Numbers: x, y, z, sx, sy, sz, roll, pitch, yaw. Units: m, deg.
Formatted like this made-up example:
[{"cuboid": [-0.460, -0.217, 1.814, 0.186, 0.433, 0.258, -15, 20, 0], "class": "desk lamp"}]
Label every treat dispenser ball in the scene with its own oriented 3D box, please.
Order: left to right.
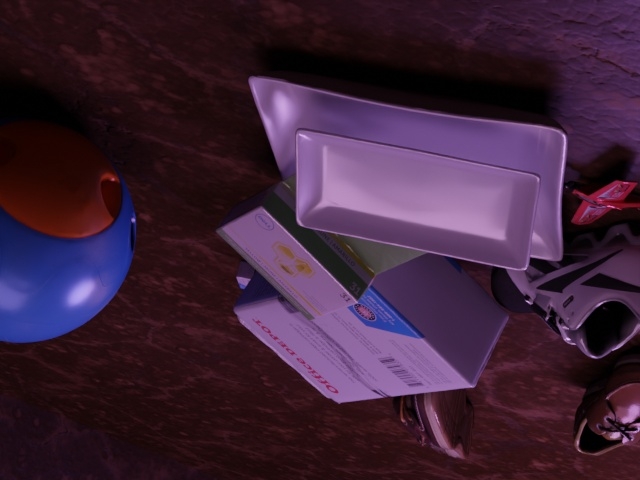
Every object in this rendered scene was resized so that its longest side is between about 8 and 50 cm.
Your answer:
[{"cuboid": [-0.379, -0.014, 1.925, 0.288, 0.288, 0.288, 13, 159, 5], "class": "treat dispenser ball"}]

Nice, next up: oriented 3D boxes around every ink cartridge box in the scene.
[{"cuboid": [-0.079, 0.059, 2.259, 0.083, 0.028, 0.048, 12, 159, 10], "class": "ink cartridge box"}, {"cuboid": [0.000, 0.000, 1.798, 0.171, 0.056, 0.235, 45, 149, -13], "class": "ink cartridge box"}, {"cuboid": [0.063, 0.098, 2.053, 0.223, 0.129, 0.307, 43, 149, -22], "class": "ink cartridge box"}]

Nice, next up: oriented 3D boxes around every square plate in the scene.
[{"cuboid": [0.112, -0.089, 1.728, 0.344, 0.049, 0.347, 12, 158, 13], "class": "square plate"}]

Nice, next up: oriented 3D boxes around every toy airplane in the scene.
[{"cuboid": [0.344, -0.044, 1.710, 0.151, 0.028, 0.151, 14, 160, 5], "class": "toy airplane"}]

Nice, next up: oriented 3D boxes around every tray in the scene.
[{"cuboid": [0.104, -0.051, 1.669, 0.270, 0.030, 0.145, 12, 133, 12], "class": "tray"}]

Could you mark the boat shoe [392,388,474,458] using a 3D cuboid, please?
[{"cuboid": [0.177, 0.285, 2.529, 0.123, 0.123, 0.342, 8, 164, 16], "class": "boat shoe"}]

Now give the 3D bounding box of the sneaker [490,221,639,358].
[{"cuboid": [0.313, 0.075, 1.874, 0.122, 0.146, 0.330, 24, 159, -24], "class": "sneaker"}]

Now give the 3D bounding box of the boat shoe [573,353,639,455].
[{"cuboid": [0.454, 0.254, 2.239, 0.111, 0.104, 0.307, 28, 160, 5], "class": "boat shoe"}]
